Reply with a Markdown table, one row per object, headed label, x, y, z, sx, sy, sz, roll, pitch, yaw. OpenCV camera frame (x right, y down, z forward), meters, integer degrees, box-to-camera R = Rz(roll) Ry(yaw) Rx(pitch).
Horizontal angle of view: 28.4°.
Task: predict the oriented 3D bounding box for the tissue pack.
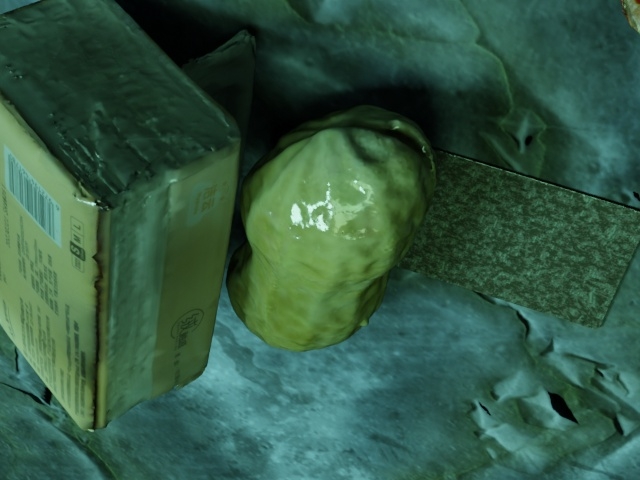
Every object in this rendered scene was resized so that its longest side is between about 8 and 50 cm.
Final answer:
| label | x | y | z | sx | sy | sz | roll | pitch | yaw |
| --- | --- | --- | --- | --- | --- | --- | --- | --- | --- |
| tissue pack | -0.159 | -0.034 | 1.057 | 0.238 | 0.239 | 0.306 | 19 | 139 | 5 |

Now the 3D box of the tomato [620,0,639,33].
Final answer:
| label | x | y | z | sx | sy | sz | roll | pitch | yaw |
| --- | --- | --- | --- | --- | --- | --- | --- | --- | --- |
| tomato | 0.261 | -0.183 | 0.787 | 0.155 | 0.069 | 0.156 | 10 | 138 | 10 |

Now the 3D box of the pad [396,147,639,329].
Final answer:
| label | x | y | z | sx | sy | sz | roll | pitch | yaw |
| --- | --- | --- | --- | --- | --- | --- | --- | --- | --- |
| pad | 0.147 | -0.005 | 1.087 | 0.234 | 0.003 | 0.158 | 17 | 139 | 7 |

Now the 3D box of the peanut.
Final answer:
| label | x | y | z | sx | sy | sz | roll | pitch | yaw |
| --- | --- | --- | --- | --- | --- | --- | --- | --- | --- |
| peanut | 0.000 | 0.000 | 1.060 | 0.149 | 0.149 | 0.313 | 22 | 148 | 1 |
